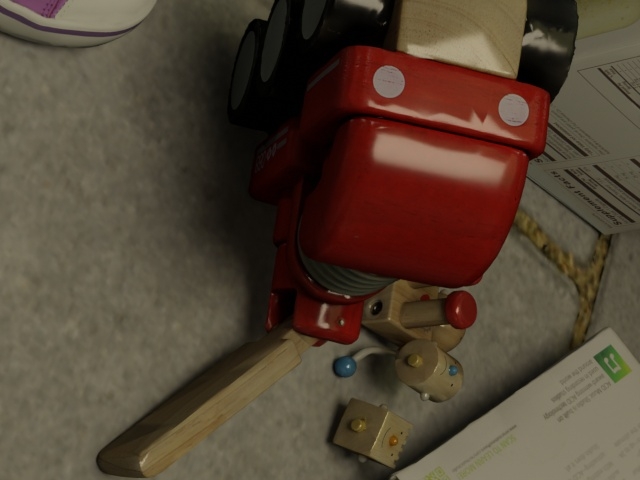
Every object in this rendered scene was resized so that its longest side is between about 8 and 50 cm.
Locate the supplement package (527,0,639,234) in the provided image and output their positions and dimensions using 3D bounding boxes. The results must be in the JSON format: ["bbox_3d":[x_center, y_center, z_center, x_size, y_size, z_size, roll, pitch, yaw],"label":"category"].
[{"bbox_3d":[0.237,-0.147,1.050,0.198,0.263,0.199,33,60,-37],"label":"supplement package"}]

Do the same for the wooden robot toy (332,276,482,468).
[{"bbox_3d":[0.064,0.049,0.979,0.079,0.076,0.173,37,58,-49],"label":"wooden robot toy"}]

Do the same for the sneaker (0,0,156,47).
[{"bbox_3d":[-0.140,-0.189,0.740,0.282,0.161,0.102,40,55,-36],"label":"sneaker"}]

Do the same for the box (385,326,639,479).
[{"bbox_3d":[0.190,0.225,0.988,0.232,0.058,0.322,-26,74,-45],"label":"box"}]

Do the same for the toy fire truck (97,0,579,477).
[{"bbox_3d":[0.000,0.000,0.829,0.159,0.217,0.246,12,78,-15],"label":"toy fire truck"}]
